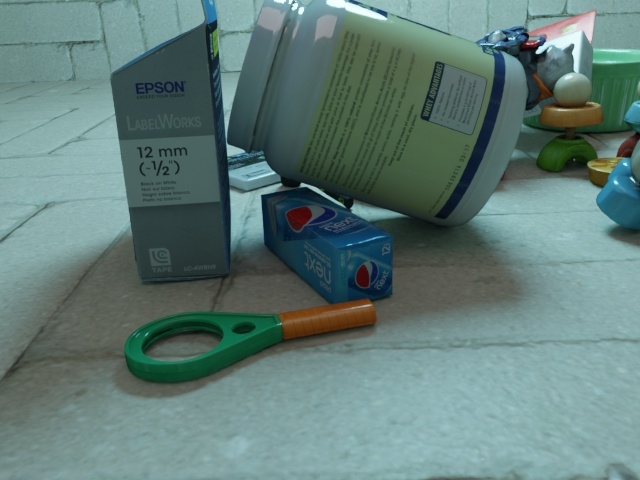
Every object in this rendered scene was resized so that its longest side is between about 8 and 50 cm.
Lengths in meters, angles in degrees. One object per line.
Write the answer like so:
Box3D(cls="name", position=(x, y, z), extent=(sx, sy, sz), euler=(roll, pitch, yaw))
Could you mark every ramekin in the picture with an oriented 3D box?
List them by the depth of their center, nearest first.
Box3D(cls="ramekin", position=(0.596, -0.341, 1.384), extent=(0.304, 0.148, 0.303), euler=(-3, 22, 1))

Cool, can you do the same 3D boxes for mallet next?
Box3D(cls="mallet", position=(-0.008, -0.101, 0.975), extent=(0.039, 0.062, 0.190), euler=(-17, 26, -29))

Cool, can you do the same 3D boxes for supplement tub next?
Box3D(cls="supplement tub", position=(0.065, -0.168, 0.788), extent=(0.325, 0.235, 0.235), euler=(17, 21, -6))

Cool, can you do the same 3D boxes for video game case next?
Box3D(cls="video game case", position=(-0.110, -0.137, 1.136), extent=(0.190, 0.022, 0.173), euler=(-21, 28, -37))

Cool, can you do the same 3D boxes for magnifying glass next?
Box3D(cls="magnifying glass", position=(-0.061, 0.085, 0.570), extent=(0.231, 0.026, 0.092), euler=(-10, 22, -12))

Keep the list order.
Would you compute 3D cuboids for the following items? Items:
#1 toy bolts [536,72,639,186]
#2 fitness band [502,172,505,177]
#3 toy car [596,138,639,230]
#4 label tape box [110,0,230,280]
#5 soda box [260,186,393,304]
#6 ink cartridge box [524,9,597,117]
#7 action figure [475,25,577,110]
Box3D(cls="toy bolts", position=(0.503, -0.193, 1.010), extent=(0.229, 0.158, 0.218), euler=(-8, 22, -13))
Box3D(cls="fitness band", position=(0.174, -0.124, 1.033), extent=(0.291, 0.054, 0.209), euler=(-13, 21, -27))
Box3D(cls="toy car", position=(0.516, -0.083, 0.756), extent=(0.238, 0.219, 0.210), euler=(37, 35, 15))
Box3D(cls="label tape box", position=(-0.175, -0.158, 0.753), extent=(0.115, 0.347, 0.249), euler=(-5, 22, -6))
Box3D(cls="soda box", position=(0.000, 0.000, 0.706), extent=(0.067, 0.071, 0.210), euler=(-13, 24, -24))
Box3D(cls="ink cartridge box", position=(0.408, -0.364, 1.281), extent=(0.296, 0.066, 0.261), euler=(-9, 54, 41))
Box3D(cls="action figure", position=(0.316, -0.299, 1.165), extent=(0.330, 0.178, 0.341), euler=(-7, 19, 34))
